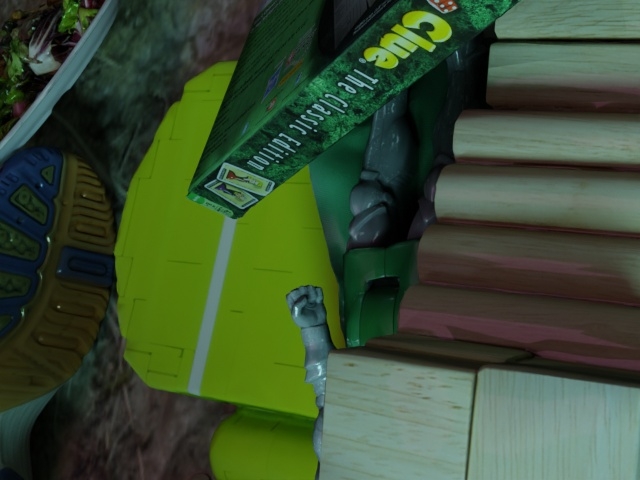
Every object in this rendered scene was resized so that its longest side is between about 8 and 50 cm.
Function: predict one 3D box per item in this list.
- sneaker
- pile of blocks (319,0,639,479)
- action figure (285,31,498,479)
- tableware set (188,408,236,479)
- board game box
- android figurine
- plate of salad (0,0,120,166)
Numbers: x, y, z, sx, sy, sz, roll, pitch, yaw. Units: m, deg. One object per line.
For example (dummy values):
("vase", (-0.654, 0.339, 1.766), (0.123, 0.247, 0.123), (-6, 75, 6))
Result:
("sneaker", (-0.222, 0.080, 0.790), (0.131, 0.112, 0.296), (15, 86, 54))
("pile of blocks", (0.117, -0.017, 0.410), (0.113, 0.149, 0.362), (6, 56, 30))
("action figure", (0.033, 0.027, 0.489), (0.137, 0.063, 0.232), (-12, 67, 43))
("tableware set", (-0.046, 0.166, 0.633), (0.141, 0.020, 0.168), (-36, 49, 28))
("board game box", (0.027, -0.103, 0.437), (0.260, 0.030, 0.136), (-31, 39, 62))
("android figurine", (0.000, 0.000, 0.601), (0.273, 0.056, 0.248), (1, 77, 42))
("plate of salad", (-0.189, -0.112, 0.816), (0.200, 0.048, 0.200), (-43, 22, 23))
